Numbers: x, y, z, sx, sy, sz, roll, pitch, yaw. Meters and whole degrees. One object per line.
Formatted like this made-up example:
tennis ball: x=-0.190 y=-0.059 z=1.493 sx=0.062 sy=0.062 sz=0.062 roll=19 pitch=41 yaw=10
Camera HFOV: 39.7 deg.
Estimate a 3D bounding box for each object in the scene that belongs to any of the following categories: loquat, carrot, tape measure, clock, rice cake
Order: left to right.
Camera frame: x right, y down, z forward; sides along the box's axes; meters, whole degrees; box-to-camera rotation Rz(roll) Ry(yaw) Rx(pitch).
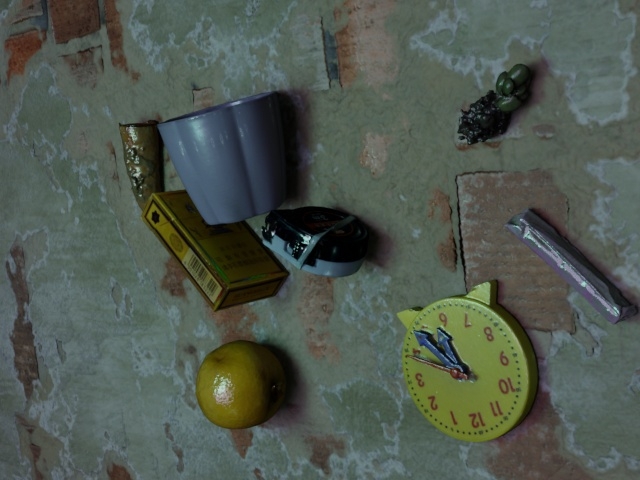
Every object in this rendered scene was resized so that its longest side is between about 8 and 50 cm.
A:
carrot: x=-0.433 y=-0.167 z=2.194 sx=0.102 sy=0.102 sz=0.263 roll=2 pitch=105 yaw=40
loquat: x=-0.176 y=0.324 z=1.977 sx=0.208 sy=0.208 sz=0.208 roll=8 pitch=103 yaw=39
tape measure: x=0.003 y=0.002 z=1.784 sx=0.181 sy=0.182 sz=0.107 roll=41 pitch=125 yaw=41
clock: x=0.268 y=0.239 z=1.670 sx=0.277 sy=0.071 sz=0.293 roll=-32 pitch=77 yaw=39
rice cake: x=0.424 y=0.043 z=1.516 sx=0.270 sy=0.055 sz=0.049 roll=46 pitch=128 yaw=22

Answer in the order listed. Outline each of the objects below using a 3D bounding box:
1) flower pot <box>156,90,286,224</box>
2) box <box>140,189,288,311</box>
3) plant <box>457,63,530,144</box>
flower pot: x=-0.191 y=-0.172 z=1.893 sx=0.265 sy=0.265 sz=0.243 roll=-1 pitch=109 yaw=40
box: x=-0.238 y=0.011 z=1.980 sx=0.301 sy=0.193 sz=0.084 roll=49 pitch=124 yaw=24
plant: x=0.310 y=-0.238 z=1.555 sx=0.087 sy=0.085 sz=0.174 roll=40 pitch=119 yaw=0
